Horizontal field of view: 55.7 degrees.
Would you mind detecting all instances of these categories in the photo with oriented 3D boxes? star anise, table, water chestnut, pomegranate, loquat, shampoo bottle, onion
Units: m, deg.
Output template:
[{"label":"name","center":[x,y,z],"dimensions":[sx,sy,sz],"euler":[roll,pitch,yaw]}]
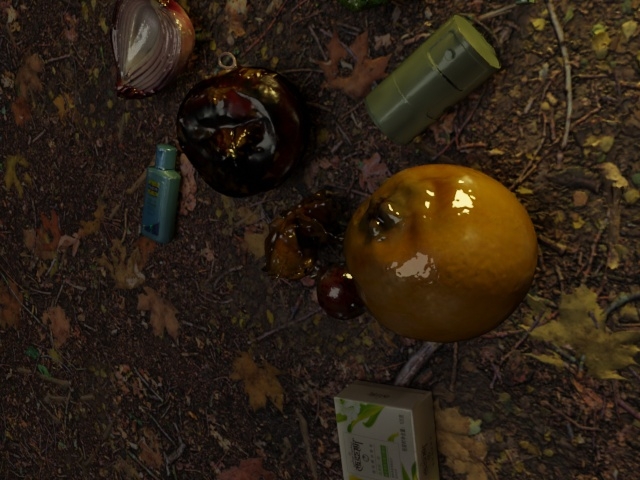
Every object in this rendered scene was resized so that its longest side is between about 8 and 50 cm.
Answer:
[{"label":"star anise","center":[-0.002,-0.008,1.282],"dimensions":[0.346,0.237,0.148],"euler":[-12,128,26]},{"label":"table","center":[0.200,-0.287,1.102],"dimensions":[0.220,0.126,0.126],"euler":[-39,79,34]},{"label":"water chestnut","center":[-0.172,-0.223,1.282],"dimensions":[0.300,0.300,0.300],"euler":[9,107,32]},{"label":"pomegranate","center":[0.042,0.093,1.308],"dimensions":[0.159,0.129,0.129],"euler":[53,125,23]},{"label":"loquat","center":[0.205,0.020,1.053],"dimensions":[0.328,0.328,0.328],"euler":[9,107,32]},{"label":"shampoo bottle","center":[-0.421,-0.127,1.602],"dimensions":[0.104,0.061,0.258],"euler":[23,113,27]},{"label":"onion","center":[-0.412,-0.461,1.475],"dimensions":[0.227,0.120,0.283],"euler":[47,120,13]}]

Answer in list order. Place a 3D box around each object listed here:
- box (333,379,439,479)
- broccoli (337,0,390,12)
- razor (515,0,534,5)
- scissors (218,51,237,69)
[{"label":"box","center":[0.148,0.455,1.333],"dimensions":[0.194,0.111,0.260],"euler":[-1,103,35]},{"label":"broccoli","center":[0.105,-0.522,1.022],"dimensions":[0.254,0.269,0.269],"euler":[25,116,10]},{"label":"razor","center":[0.343,-0.535,0.995],"dimensions":[0.111,0.056,0.278],"euler":[9,114,34]},{"label":"scissors","center":[-0.176,-0.380,1.397],"dimensions":[0.176,0.022,0.085],"euler":[22,109,32]}]
